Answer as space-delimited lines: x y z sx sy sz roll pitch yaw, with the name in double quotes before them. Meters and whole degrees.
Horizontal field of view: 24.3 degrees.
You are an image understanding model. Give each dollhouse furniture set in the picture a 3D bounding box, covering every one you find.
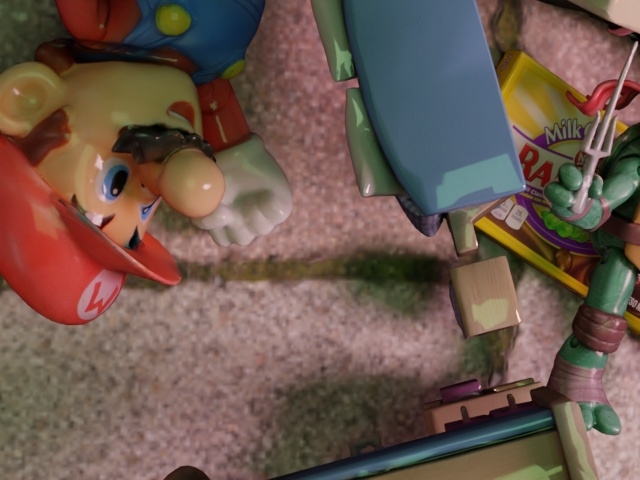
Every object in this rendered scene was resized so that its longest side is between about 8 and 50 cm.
"dollhouse furniture set" 0.000 0.000 0.775 0.198 0.286 0.303 -14 86 3

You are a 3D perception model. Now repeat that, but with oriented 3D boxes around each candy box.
"candy box" 0.172 -0.020 0.922 0.206 0.027 0.105 31 85 -20

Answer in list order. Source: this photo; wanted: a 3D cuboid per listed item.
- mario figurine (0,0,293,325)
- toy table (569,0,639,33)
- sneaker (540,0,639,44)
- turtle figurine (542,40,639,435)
"mario figurine" -0.059 -0.099 0.764 0.198 0.170 0.321 27 87 -21
"toy table" 0.219 -0.159 0.711 0.274 0.252 0.161 12 110 -43
"sneaker" 0.246 -0.110 0.891 0.295 0.104 0.147 0 93 -22
"turtle figurine" 0.203 -0.004 0.859 0.175 0.118 0.234 6 113 -4
